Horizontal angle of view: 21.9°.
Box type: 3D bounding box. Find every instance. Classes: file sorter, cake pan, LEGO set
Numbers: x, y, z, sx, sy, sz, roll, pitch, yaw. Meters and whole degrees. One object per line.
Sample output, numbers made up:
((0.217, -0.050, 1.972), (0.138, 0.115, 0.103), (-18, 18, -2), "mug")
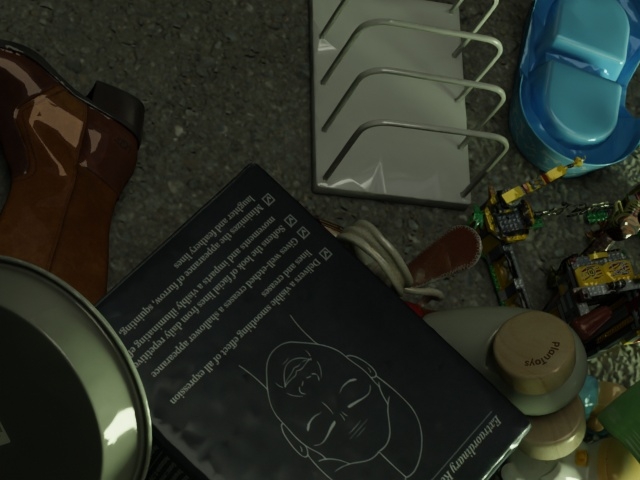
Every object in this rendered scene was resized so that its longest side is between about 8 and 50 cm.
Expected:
((0.104, -0.205, 1.927), (0.193, 0.173, 0.278), (7, 64, -17), "file sorter")
((-0.295, 0.157, 1.556), (0.293, 0.293, 0.054), (45, 35, 5), "cake pan")
((0.345, 0.013, 1.891), (0.331, 0.192, 0.255), (0, 69, -20), "LEGO set")

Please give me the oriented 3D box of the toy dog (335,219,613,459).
((0.171, 0.074, 1.749), (0.333, 0.220, 0.161), (40, 65, 11), "toy dog")

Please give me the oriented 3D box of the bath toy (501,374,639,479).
((0.266, 0.321, 1.773), (0.151, 0.129, 0.348), (-5, 56, 28), "bath toy")

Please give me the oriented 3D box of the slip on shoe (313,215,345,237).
((0.000, 0.000, 1.873), (0.135, 0.051, 0.041), (24, 100, -16), "slip on shoe")

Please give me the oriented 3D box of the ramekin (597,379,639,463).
((0.449, 0.158, 1.683), (0.303, 0.303, 0.148), (-26, 74, -27), "ramekin")

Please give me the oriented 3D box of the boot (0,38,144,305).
((-0.332, -0.061, 1.760), (0.264, 0.096, 0.280), (23, 57, -22), "boot")

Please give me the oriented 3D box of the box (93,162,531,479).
((-0.045, 0.177, 1.675), (0.395, 0.212, 0.293), (44, 60, 5), "box")

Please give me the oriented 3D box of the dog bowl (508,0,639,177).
((0.320, -0.208, 2.059), (0.166, 0.074, 0.297), (18, 62, -10), "dog bowl")

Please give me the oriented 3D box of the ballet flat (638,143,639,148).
((0.471, -0.149, 2.095), (0.168, 0.057, 0.052), (-16, 63, -25), "ballet flat")
